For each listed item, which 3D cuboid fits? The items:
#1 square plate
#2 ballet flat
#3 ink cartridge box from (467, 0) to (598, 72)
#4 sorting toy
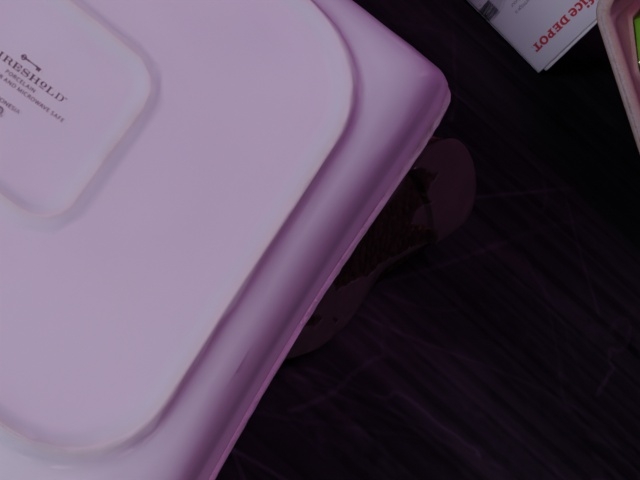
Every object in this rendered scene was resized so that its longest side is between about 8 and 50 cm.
[{"bbox_3d":[-0.137,-0.059,0.812,0.347,0.049,0.344,38,61,-10],"label":"square plate"},{"bbox_3d":[0.000,0.000,0.995,0.250,0.058,0.084,-33,116,-47],"label":"ballet flat"},{"bbox_3d":[0.148,-0.202,1.279,0.135,0.099,0.056,46,36,0],"label":"ink cartridge box"},{"bbox_3d":[0.253,-0.109,1.253,0.193,0.038,0.208,-46,125,-53],"label":"sorting toy"}]
